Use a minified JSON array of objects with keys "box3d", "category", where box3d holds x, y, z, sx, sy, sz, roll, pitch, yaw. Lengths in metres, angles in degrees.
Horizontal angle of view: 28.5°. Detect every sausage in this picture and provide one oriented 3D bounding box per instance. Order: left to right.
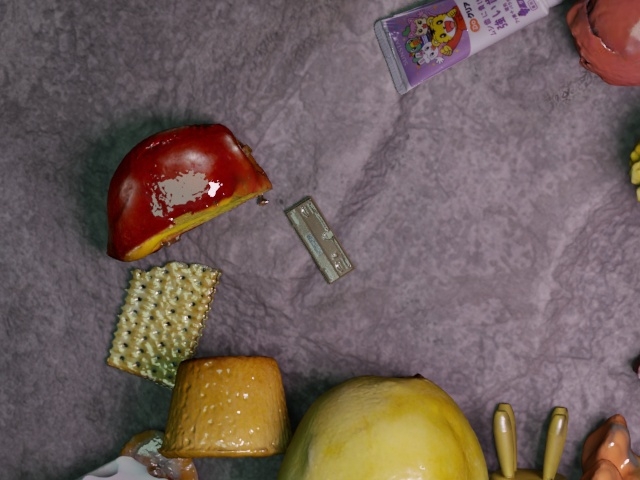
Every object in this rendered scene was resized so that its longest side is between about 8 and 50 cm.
[{"box3d":[0.475,-0.291,1.704,0.280,0.152,0.152,-5,92,13],"category":"sausage"}]

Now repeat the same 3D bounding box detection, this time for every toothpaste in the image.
[{"box3d":[0.224,-0.318,1.803,0.299,0.073,0.114,-22,87,20],"category":"toothpaste"}]

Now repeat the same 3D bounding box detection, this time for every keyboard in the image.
[{"box3d":[0.000,0.000,1.889,0.049,0.015,0.129,-33,86,17],"category":"keyboard"}]

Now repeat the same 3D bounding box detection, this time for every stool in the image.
[{"box3d":[0.297,0.293,1.788,0.135,0.134,0.110,3,89,-33],"category":"stool"}]

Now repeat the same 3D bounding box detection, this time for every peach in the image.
[{"box3d":[-0.228,-0.079,1.869,0.267,0.159,0.154,-26,81,14],"category":"peach"},{"box3d":[0.081,0.347,1.750,0.282,0.314,0.315,1,89,33],"category":"peach"}]

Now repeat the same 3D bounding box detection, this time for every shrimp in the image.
[{"box3d":[-0.259,0.385,1.942,0.132,0.051,0.187,16,100,10],"category":"shrimp"}]

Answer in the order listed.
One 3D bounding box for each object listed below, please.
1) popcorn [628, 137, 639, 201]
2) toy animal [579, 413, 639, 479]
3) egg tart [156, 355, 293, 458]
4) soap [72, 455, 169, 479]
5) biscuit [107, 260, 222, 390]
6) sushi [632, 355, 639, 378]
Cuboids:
[{"box3d":[0.537,-0.081,1.654,0.266,0.233,0.192,3,84,34],"category":"popcorn"},{"box3d":[0.492,0.409,1.716,0.338,0.216,0.191,29,125,6],"category":"toy animal"},{"box3d":[-0.140,0.245,1.846,0.203,0.202,0.147,-5,82,12],"category":"egg tart"},{"box3d":[-0.352,0.467,1.898,0.347,0.115,0.208,-28,88,25],"category":"soap"},{"box3d":[-0.245,0.121,1.944,0.144,0.016,0.203,18,97,11],"category":"biscuit"},{"box3d":[0.567,0.186,1.727,0.241,0.107,0.161,-29,86,20],"category":"sushi"}]
